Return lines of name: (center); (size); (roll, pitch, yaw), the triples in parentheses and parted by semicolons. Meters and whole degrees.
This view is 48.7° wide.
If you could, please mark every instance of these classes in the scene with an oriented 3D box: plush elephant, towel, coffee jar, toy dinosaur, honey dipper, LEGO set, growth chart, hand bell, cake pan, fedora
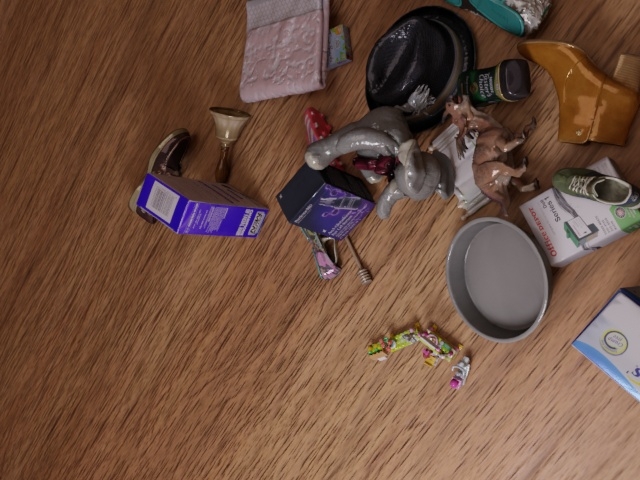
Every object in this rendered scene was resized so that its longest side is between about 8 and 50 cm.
plush elephant: (0.183, -0.177, 1.697); (0.330, 0.272, 0.255); (-36, 60, 29)
towel: (-0.108, -0.569, 2.032); (0.332, 0.053, 0.316); (2, 89, 45)
coffee jar: (0.405, -0.364, 1.649); (0.184, 0.079, 0.096); (0, 95, 60)
toy dinosaur: (0.390, -0.190, 1.638); (0.200, 0.127, 0.295); (-6, 81, 31)
honey dipper: (0.095, 0.044, 1.911); (0.030, 0.030, 0.160); (-35, 68, 28)
LEGO set: (0.230, 0.271, 1.762); (0.287, 0.107, 0.132); (12, 94, 34)
growth chart: (0.368, -0.191, 1.743); (0.172, 0.021, 0.237); (-33, 70, 28)
hand bell: (-0.294, -0.276, 2.160); (0.126, 0.126, 0.241); (25, 114, 32)
cake pan: (0.412, 0.087, 1.626); (0.293, 0.054, 0.293); (18, 112, 51)
fedora: (0.221, -0.440, 1.775); (0.334, 0.153, 0.333); (-1, 87, 34)

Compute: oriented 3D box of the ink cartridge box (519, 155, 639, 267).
ink cartridge box: (0.576, -0.057, 1.553); (0.219, 0.093, 0.160); (-33, 70, 28)

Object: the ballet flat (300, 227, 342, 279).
ballet flat: (0.000, 0.000, 1.959); (0.079, 0.077, 0.221); (-27, 78, 11)

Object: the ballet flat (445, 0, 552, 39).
ballet flat: (0.382, -0.624, 1.710); (0.409, 0.147, 0.147); (41, 110, 25)

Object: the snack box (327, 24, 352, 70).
snack box: (0.018, -0.532, 1.984); (0.141, 0.037, 0.100); (-12, 82, 34)

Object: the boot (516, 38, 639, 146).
boot: (0.553, -0.325, 1.576); (0.295, 0.104, 0.211); (20, 98, 29)

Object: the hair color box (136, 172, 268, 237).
hair color box: (-0.329, -0.095, 2.015); (0.185, 0.339, 0.110); (32, 107, 31)

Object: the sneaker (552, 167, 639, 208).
sneaker: (0.564, -0.114, 1.455); (0.192, 0.086, 0.064); (21, 98, 33)

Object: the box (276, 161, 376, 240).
box: (0.015, -0.106, 1.854); (0.153, 0.207, 0.108); (-48, 48, 25)

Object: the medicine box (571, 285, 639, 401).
medicine box: (0.667, 0.224, 1.360); (0.263, 0.289, 0.149); (43, 111, 27)

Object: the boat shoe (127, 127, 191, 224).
boat shoe: (-0.493, -0.200, 2.275); (0.123, 0.123, 0.342); (41, 110, 14)

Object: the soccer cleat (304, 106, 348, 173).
soccer cleat: (-0.005, -0.252, 1.965); (0.095, 0.083, 0.247); (-31, 74, 34)
